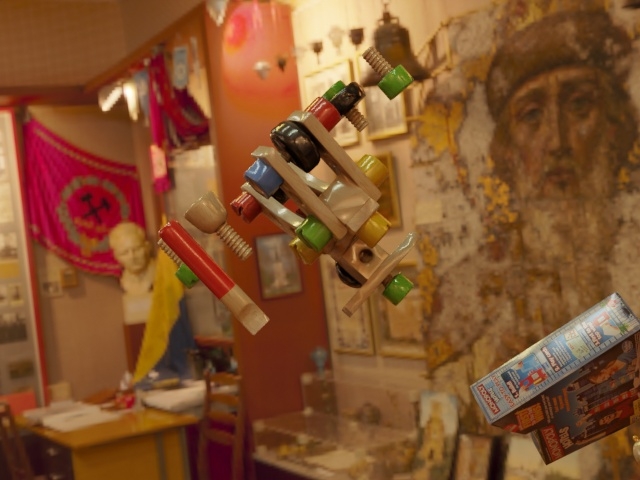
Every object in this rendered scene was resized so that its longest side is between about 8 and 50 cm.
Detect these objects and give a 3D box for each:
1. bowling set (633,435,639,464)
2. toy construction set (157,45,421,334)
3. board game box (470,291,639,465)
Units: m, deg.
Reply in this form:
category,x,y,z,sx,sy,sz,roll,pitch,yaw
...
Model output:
category,x,y,z,sx,sy,sz,roll,pitch,yaw
bowling set,0.597,0.396,1.342,0.154,0.287,0.200,-36,0,-7
toy construction set,0.000,0.000,0.997,0.309,0.237,0.257,-43,1,-37
board game box,0.281,0.176,1.059,0.194,0.060,0.194,-25,-45,0
